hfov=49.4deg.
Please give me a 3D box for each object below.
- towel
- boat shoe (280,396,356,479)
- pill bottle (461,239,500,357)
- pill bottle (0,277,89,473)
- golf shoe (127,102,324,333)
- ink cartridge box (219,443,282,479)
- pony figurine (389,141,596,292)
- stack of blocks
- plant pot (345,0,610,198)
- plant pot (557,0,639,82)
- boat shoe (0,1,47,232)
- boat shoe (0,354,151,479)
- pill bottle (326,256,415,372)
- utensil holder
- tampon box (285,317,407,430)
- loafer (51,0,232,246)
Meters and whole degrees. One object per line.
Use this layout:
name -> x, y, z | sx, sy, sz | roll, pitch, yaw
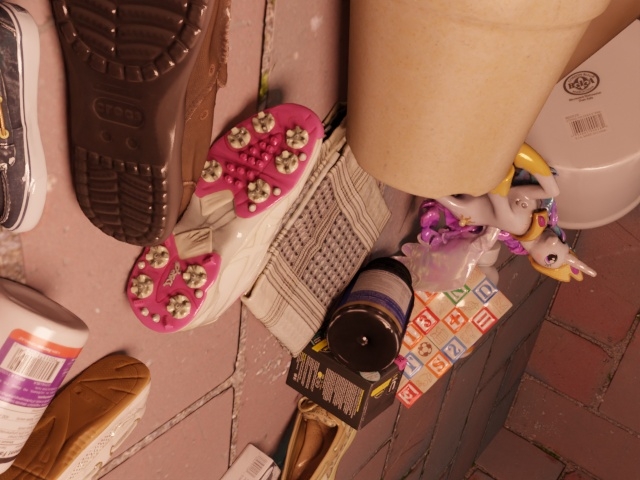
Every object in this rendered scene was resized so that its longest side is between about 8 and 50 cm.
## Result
towel -> 0.000, 0.000, 1.045 | 0.312, 0.056, 0.324 | -54, 150, -15
boat shoe -> -0.001, 0.355, 1.253 | 0.089, 0.105, 0.285 | 54, 46, -55
pill bottle -> 0.307, 0.114, 1.552 | 0.152, 0.152, 0.272 | -24, 134, -49
pill bottle -> -0.299, 0.138, 0.612 | 0.193, 0.108, 0.108 | -59, 152, -5
golf shoe -> -0.099, -0.023, 0.822 | 0.306, 0.115, 0.140 | -52, 160, -2
ink cartridge box -> -0.120, 0.511, 1.288 | 0.165, 0.065, 0.332 | -51, 151, -22
pony figurine -> 0.276, -0.053, 1.217 | 0.363, 0.351, 0.302 | 45, 69, -41
stack of blocks -> 0.214, 0.167, 1.407 | 0.297, 0.171, 0.087 | -45, -169, 0
plant pot -> 0.161, -0.233, 0.841 | 0.334, 0.334, 0.305 | -35, 147, -41
plant pot -> 0.317, -0.365, 1.034 | 0.323, 0.323, 0.280 | -8, 137, -57
boat shoe -> -0.264, -0.086, 0.529 | 0.083, 0.065, 0.183 | -21, 125, -49
boat shoe -> -0.285, 0.241, 0.737 | 0.277, 0.098, 0.096 | -38, 143, -40
pill bottle -> 0.094, 0.116, 1.184 | 0.219, 0.123, 0.122 | -57, 161, -61
utensil holder -> 0.510, -0.223, 1.369 | 0.327, 0.328, 0.385 | -61, 158, -3
tampon box -> 0.045, 0.226, 1.206 | 0.120, 0.161, 0.101 | -22, 132, -51
loafer -> -0.146, -0.171, 0.607 | 0.130, 0.134, 0.366 | -63, 174, -54
